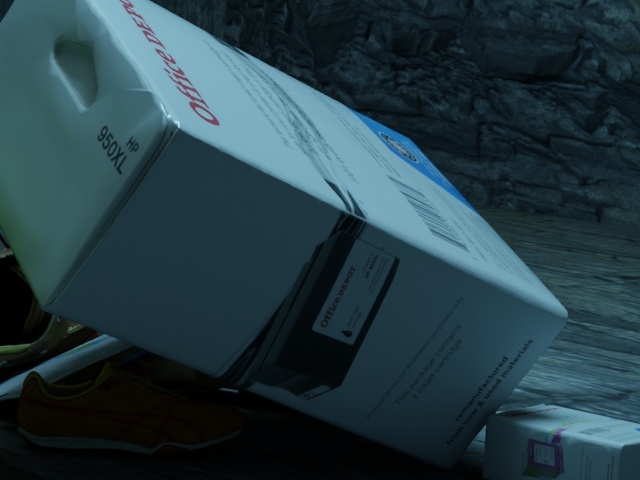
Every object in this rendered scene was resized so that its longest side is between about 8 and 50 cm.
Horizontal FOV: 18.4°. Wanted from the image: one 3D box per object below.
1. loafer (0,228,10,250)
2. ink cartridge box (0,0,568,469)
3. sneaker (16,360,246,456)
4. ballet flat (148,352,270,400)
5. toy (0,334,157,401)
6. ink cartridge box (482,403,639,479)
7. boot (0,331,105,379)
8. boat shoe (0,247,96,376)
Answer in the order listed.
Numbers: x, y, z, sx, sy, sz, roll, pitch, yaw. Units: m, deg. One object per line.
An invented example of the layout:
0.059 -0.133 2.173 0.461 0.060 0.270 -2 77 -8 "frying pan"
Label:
-0.347 0.026 2.067 0.267 0.084 0.096 42 -9 48 "loafer"
-0.052 -0.020 1.475 0.395 0.166 0.285 26 17 -37 "ink cartridge box"
-0.141 0.127 1.497 0.175 0.067 0.064 4 4 -13 "sneaker"
-0.077 0.103 1.733 0.232 0.073 0.080 5 6 13 "ballet flat"
-0.167 0.104 1.630 0.237 0.056 0.137 -29 8 -34 "toy"
0.195 0.160 1.471 0.122 0.052 0.088 11 9 40 "ink cartridge box"
-0.266 0.102 1.762 0.157 0.059 0.084 3 19 -15 "boot"
-0.256 0.060 1.667 0.104 0.111 0.307 -25 2 43 "boat shoe"
